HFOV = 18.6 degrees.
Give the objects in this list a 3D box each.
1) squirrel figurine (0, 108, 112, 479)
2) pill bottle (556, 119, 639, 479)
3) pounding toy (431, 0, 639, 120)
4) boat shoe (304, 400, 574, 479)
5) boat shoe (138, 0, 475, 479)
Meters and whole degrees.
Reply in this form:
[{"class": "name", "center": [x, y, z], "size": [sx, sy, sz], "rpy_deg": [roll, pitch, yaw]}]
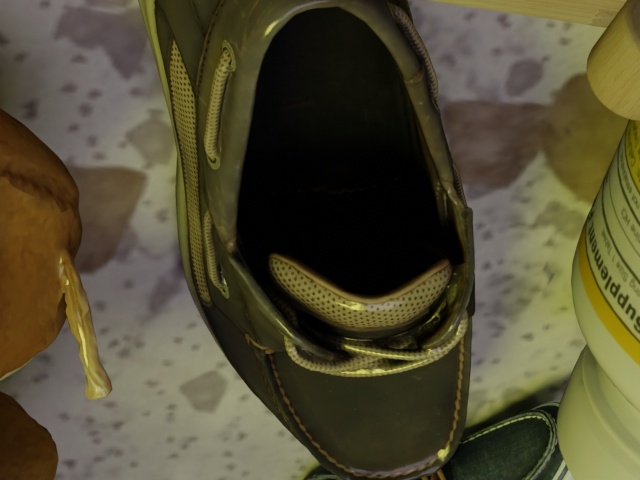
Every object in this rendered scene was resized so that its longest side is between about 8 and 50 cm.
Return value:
[{"class": "squirrel figurine", "center": [-0.260, 0.103, 0.752], "size": [0.397, 0.281, 0.370], "rpy_deg": [1, 119, -24]}, {"class": "pill bottle", "center": [0.220, -0.018, 0.836], "size": [0.188, 0.188, 0.334], "rpy_deg": [3, 130, -17]}, {"class": "pounding toy", "center": [0.084, -0.118, 0.692], "size": [0.181, 0.206, 0.094], "rpy_deg": [6, 147, -20]}, {"class": "boat shoe", "center": [0.053, 0.136, 1.011], "size": [0.183, 0.065, 0.083], "rpy_deg": [-41, 130, 22]}, {"class": "boat shoe", "center": [0.000, 0.000, 0.833], "size": [0.132, 0.130, 0.355], "rpy_deg": [-17, 133, 1]}]
